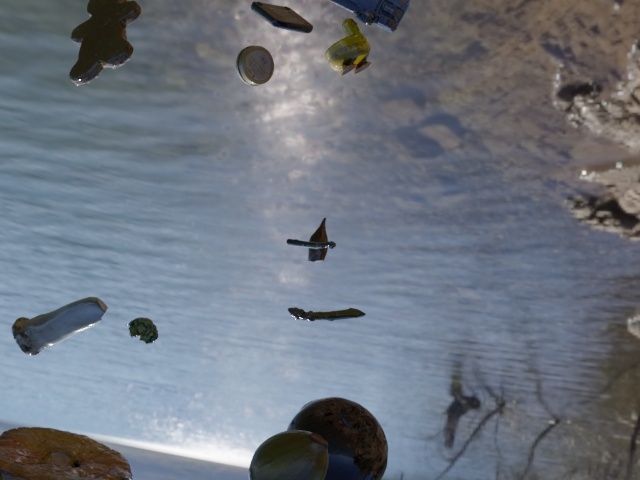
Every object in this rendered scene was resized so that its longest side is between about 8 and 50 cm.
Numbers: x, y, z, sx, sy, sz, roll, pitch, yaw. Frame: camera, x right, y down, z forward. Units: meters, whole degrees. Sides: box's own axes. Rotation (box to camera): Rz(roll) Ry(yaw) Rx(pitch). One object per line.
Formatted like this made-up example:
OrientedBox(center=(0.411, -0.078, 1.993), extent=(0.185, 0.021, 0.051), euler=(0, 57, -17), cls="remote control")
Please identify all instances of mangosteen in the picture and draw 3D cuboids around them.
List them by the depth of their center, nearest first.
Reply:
OrientedBox(center=(0.022, 0.383, 1.342), extent=(0.210, 0.210, 0.210), euler=(9, 162, 3), cls="mangosteen")

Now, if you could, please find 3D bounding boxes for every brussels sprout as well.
OrientedBox(center=(-0.466, 0.237, 1.987), extent=(0.085, 0.085, 0.058), euler=(4, -164, 18), cls="brussels sprout")

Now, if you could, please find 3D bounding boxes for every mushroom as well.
OrientedBox(center=(-0.494, 0.155, 1.427), extent=(0.209, 0.071, 0.084), euler=(-23, 111, 16), cls="mushroom")

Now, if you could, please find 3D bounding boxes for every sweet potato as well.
OrientedBox(center=(0.000, 0.000, 1.766), extent=(0.049, 0.117, 0.049), euler=(11, 165, 3), cls="sweet potato")

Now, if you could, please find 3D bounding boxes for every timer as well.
OrientedBox(center=(0.060, -0.443, 1.718), extent=(0.107, 0.109, 0.107), euler=(-24, 176, -2), cls="timer")

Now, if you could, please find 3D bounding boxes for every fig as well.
OrientedBox(center=(-0.027, 0.221, 0.734), extent=(0.088, 0.074, 0.074), euler=(-46, 136, 16), cls="fig")

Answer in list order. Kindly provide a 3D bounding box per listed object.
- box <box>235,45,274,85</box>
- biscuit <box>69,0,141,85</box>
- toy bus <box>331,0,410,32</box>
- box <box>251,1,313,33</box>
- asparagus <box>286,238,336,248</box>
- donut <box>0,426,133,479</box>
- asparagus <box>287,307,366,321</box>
OrientedBox(center=(-0.174, -0.467, 1.994), extent=(0.105, 0.105, 0.037), euler=(25, 170, -38), cls="box")
OrientedBox(center=(-0.520, -0.511, 1.817), extent=(0.197, 0.301, 0.049), euler=(-18, 146, 14), cls="biscuit")
OrientedBox(center=(0.031, -0.557, 1.601), extent=(0.342, 0.097, 0.138), euler=(15, -159, -37), cls="toy bus")
OrientedBox(center=(-0.092, -0.551, 1.841), extent=(0.126, 0.027, 0.125), euler=(-5, -141, -43), cls="box")
OrientedBox(center=(-0.018, 0.007, 1.450), extent=(0.127, 0.018, 0.015), euler=(4, -170, 43), cls="asparagus")
OrientedBox(center=(-0.311, 0.283, 0.872), extent=(0.174, 0.074, 0.190), euler=(14, 180, -27), cls="donut")
OrientedBox(center=(0.012, 0.167, 1.688), extent=(0.236, 0.034, 0.027), euler=(5, -152, -43), cls="asparagus")
